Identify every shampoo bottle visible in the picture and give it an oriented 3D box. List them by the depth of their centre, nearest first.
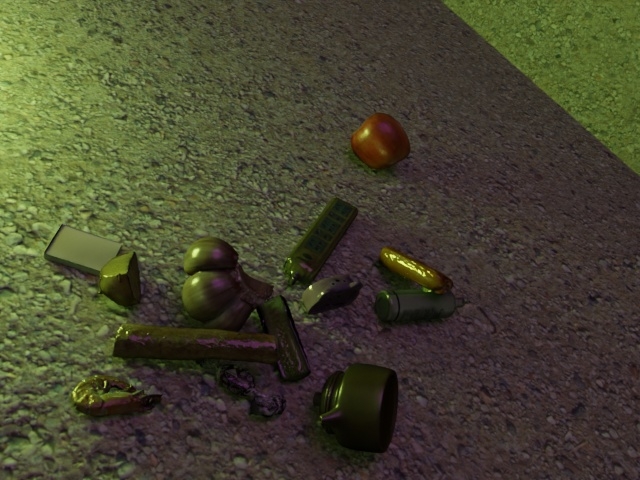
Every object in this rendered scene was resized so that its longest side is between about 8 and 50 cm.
[{"bbox_3d":[0.280,0.173,1.752,0.262,0.085,0.085,0,50,-26],"label":"shampoo bottle"}]

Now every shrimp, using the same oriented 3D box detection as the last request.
[{"bbox_3d":[-0.415,0.319,1.317,0.180,0.041,0.099,6,33,-19],"label":"shrimp"}]

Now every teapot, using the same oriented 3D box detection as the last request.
[{"bbox_3d":[0.074,0.360,1.427,0.175,0.185,0.268,7,6,19],"label":"teapot"}]

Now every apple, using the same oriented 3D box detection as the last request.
[{"bbox_3d":[0.204,-0.322,2.118,0.199,0.199,0.199,14,45,-14],"label":"apple"}]

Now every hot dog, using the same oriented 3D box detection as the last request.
[{"bbox_3d":[0.256,0.086,1.772,0.100,0.068,0.249,26,3,-43],"label":"hot dog"}]

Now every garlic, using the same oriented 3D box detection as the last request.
[{"bbox_3d":[-0.241,0.115,1.469,0.214,0.191,0.160,48,33,-22],"label":"garlic"}]

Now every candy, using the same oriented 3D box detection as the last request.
[{"bbox_3d":[-0.176,0.314,1.426,0.226,0.051,0.094,37,36,8],"label":"candy"}]

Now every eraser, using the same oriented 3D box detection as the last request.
[{"bbox_3d":[-0.560,0.024,1.526,0.150,0.023,0.103,20,44,-9],"label":"eraser"}]

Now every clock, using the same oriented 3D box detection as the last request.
[{"bbox_3d":[0.031,0.131,1.651,0.153,0.110,0.050,-11,58,-34],"label":"clock"}]

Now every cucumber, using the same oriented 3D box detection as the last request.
[{"bbox_3d":[-0.086,0.238,1.537,0.078,0.062,0.211,-23,63,-1],"label":"cucumber"}]

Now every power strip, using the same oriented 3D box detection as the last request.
[{"bbox_3d":[0.000,0.000,1.794,0.092,0.066,0.387,29,44,5],"label":"power strip"}]

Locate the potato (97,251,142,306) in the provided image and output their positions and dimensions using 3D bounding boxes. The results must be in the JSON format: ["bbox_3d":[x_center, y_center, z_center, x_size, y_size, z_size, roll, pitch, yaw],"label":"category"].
[{"bbox_3d":[-0.464,0.096,1.474,0.089,0.100,0.172,-14,21,-8],"label":"potato"}]

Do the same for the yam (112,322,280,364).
[{"bbox_3d":[-0.264,0.226,1.398,0.357,0.081,0.081,5,47,-7],"label":"yam"}]
